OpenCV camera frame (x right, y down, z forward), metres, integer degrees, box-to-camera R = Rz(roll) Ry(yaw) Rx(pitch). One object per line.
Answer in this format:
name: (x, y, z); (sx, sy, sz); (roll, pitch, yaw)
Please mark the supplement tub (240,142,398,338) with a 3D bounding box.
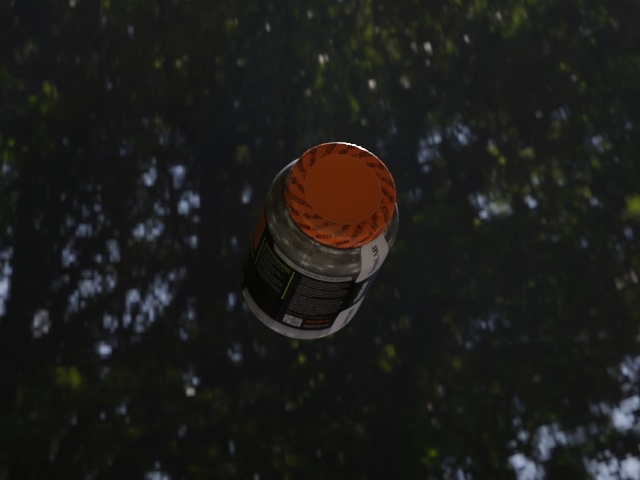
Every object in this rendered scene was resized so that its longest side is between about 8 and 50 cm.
supplement tub: (0.000, 0.000, 1.423); (0.117, 0.117, 0.190); (4, -26, -11)
